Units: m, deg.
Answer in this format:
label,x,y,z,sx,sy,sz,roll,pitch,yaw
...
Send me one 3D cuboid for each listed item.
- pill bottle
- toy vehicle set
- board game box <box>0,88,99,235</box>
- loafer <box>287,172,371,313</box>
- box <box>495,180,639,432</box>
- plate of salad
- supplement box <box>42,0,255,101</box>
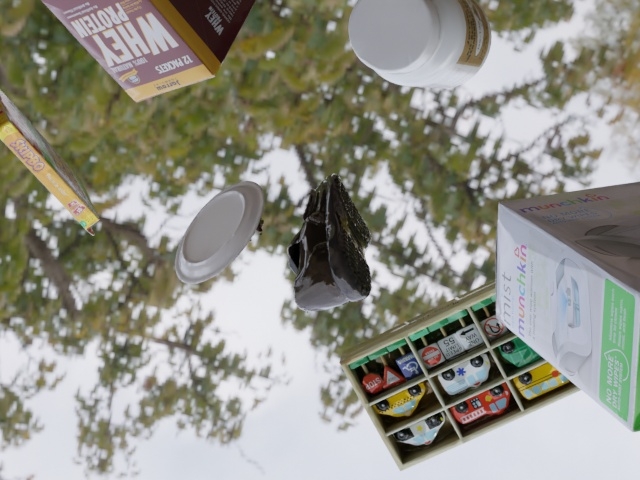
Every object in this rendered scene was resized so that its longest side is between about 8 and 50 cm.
label,x,y,z,sx,sy,sz,roll,pitch,yaw
pill bottle,0.122,-0.254,1.375,0.131,0.131,0.229,29,-164,17
toy vehicle set,0.178,0.158,1.385,0.166,0.266,0.035,60,-166,-11
board game box,-0.423,-0.121,1.716,0.039,0.259,0.124,-33,-136,-2
loafer,0.000,0.000,1.110,0.078,0.080,0.220,-26,-160,12
box,0.317,0.039,0.959,0.261,0.127,0.231,-9,-158,-16
plate of salad,-0.159,-0.010,1.819,0.048,0.200,0.200,41,-160,-32
supplement box,-0.183,-0.296,1.238,0.129,0.191,0.194,-11,-136,38
